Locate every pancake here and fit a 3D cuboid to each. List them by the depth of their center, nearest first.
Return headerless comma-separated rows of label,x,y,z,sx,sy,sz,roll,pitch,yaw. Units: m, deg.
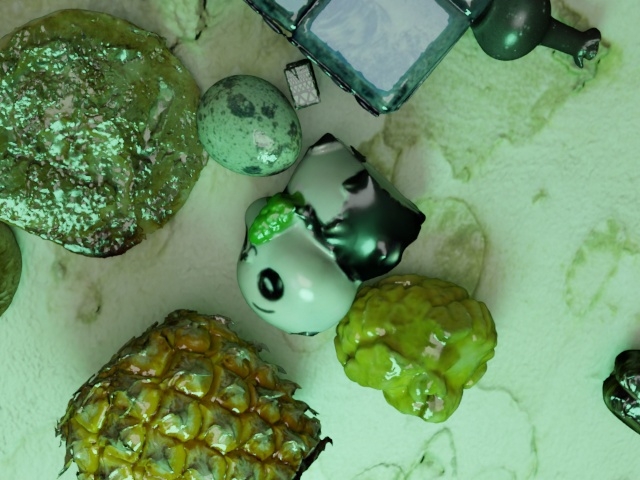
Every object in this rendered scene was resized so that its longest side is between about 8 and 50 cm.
pancake,-0.320,-0.146,1.524,0.356,0.065,0.356,-6,108,-20

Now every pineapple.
pineapple,-0.192,0.274,1.532,0.352,0.352,0.300,-44,93,9

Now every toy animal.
toy animal,-0.006,-0.003,1.527,0.267,0.212,0.212,-43,99,3

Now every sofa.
sofa,-0.025,-0.217,1.521,0.039,0.118,0.060,-15,103,2

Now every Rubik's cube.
Rubik's cube,0.066,-0.381,1.385,0.316,0.313,0.318,41,101,-8

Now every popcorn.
popcorn,0.134,0.156,1.590,0.226,0.200,0.203,-24,134,-25

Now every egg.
egg,-0.095,-0.154,1.517,0.172,0.132,0.132,40,104,34

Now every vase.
vase,0.298,-0.290,1.513,0.183,0.120,0.120,18,103,-18

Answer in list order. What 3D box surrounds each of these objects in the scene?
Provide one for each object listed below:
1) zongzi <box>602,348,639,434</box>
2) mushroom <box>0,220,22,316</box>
zongzi,0.538,0.328,1.634,0.289,0.154,0.317,12,108,6
mushroom,-0.557,0.026,1.564,0.278,0.146,0.278,-5,120,-9
